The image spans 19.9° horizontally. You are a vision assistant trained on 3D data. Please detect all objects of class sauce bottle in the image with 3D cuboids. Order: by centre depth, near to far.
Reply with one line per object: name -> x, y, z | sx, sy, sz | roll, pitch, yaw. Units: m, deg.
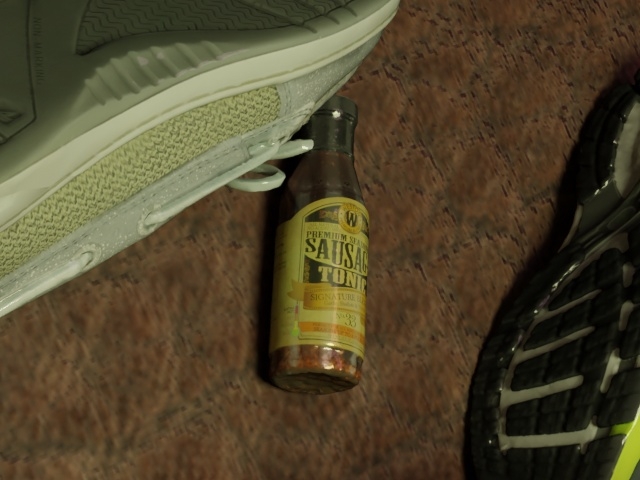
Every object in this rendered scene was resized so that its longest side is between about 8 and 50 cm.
sauce bottle -> 0.000, 0.000, 0.779 | 0.042, 0.042, 0.128 | 16, 66, -37

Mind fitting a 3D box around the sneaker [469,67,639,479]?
sneaker -> 0.170, 0.038, 0.873 | 0.121, 0.111, 0.300 | 47, 53, -24

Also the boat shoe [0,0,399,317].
boat shoe -> -0.087, -0.045, 0.687 | 0.118, 0.103, 0.320 | 32, 42, 19
